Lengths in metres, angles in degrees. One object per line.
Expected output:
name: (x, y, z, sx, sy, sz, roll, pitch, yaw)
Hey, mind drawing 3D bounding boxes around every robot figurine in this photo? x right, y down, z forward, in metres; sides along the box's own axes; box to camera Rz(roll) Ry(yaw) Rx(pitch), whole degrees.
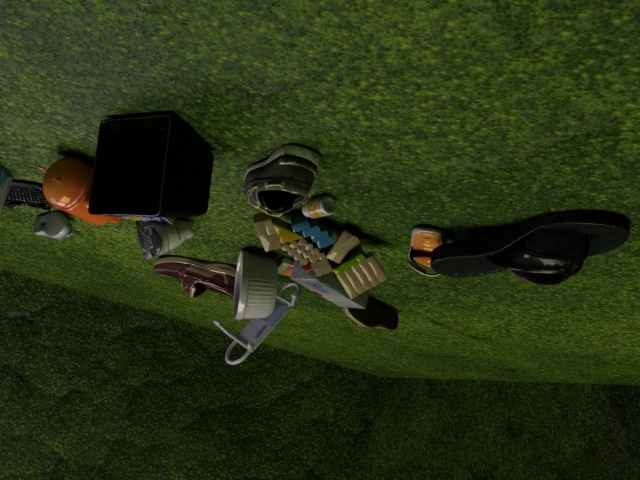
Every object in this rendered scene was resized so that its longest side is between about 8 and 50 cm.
robot figurine: (-0.553, -0.116, 1.682, 0.128, 0.158, 0.219, -23, 149, 26)

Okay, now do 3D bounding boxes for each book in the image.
book: (-0.059, 0.090, 2.183, 0.144, 0.035, 0.096, 17, 160, -16)

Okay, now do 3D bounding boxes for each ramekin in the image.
ramekin: (-0.194, 0.137, 2.146, 0.109, 0.207, 0.207, 6, 165, -11)

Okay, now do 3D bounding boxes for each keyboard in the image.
keyboard: (-0.874, -0.128, 2.057, 0.318, 0.033, 0.201, 7, 163, 20)

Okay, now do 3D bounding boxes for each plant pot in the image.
plant pot: (-0.313, -0.128, 1.397, 0.188, 0.187, 0.167, 2, 174, 31)

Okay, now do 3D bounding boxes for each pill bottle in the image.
pill bottle: (-0.004, -0.072, 1.567, 0.043, 0.043, 0.083, 23, 161, -31)

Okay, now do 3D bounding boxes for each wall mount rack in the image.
wall mount rack: (-0.191, 0.247, 2.307, 0.130, 0.350, 0.304, 49, 164, -31)

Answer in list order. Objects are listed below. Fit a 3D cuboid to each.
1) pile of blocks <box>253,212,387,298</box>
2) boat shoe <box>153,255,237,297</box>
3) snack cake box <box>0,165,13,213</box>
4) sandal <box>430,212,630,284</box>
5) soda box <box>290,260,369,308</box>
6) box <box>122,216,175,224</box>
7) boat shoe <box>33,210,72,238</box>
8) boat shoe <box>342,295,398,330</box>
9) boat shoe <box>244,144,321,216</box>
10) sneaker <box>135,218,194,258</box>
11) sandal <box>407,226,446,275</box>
pile of blocks: (0.000, 0.000, 1.751, 0.362, 0.149, 0.112, 30, -159, -23)
boat shoe: (-0.425, 0.134, 2.437, 0.342, 0.123, 0.123, 7, 163, 18)
snack cake box: (-0.960, -0.139, 1.861, 0.265, 0.152, 0.089, 13, 164, -5)
sandal: (0.424, 0.043, 1.479, 0.168, 0.106, 0.446, 23, 154, -36)
soda box: (0.035, 0.116, 2.090, 0.098, 0.091, 0.286, 2, 161, 33)
box: (-0.455, -0.083, 1.849, 0.169, 0.054, 0.059, 7, 163, 19)
boat shoe: (-0.815, -0.044, 2.234, 0.081, 0.079, 0.228, 14, 172, -41)
boat shoe: (0.155, 0.251, 2.435, 0.089, 0.104, 0.285, -5, 157, 39)
boat shoe: (-0.091, -0.102, 1.441, 0.109, 0.091, 0.305, 18, 163, -19)
sneaker: (-0.428, -0.011, 1.974, 0.129, 0.110, 0.297, -17, -168, -23)
sandal: (0.250, 0.041, 1.700, 0.102, 0.076, 0.265, 8, 163, 16)
